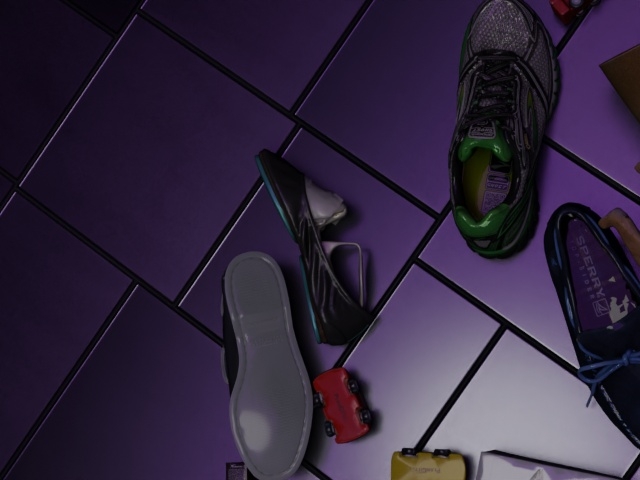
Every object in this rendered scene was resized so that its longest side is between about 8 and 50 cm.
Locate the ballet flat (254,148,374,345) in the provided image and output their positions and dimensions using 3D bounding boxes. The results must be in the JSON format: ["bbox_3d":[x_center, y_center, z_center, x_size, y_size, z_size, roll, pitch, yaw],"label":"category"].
[{"bbox_3d":[0.000,0.000,1.992,0.096,0.095,0.280,-19,88,2],"label":"ballet flat"}]

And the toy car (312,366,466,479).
[{"bbox_3d":[0.048,0.313,1.951,0.239,0.053,0.225,35,93,17],"label":"toy car"}]

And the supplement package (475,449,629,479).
[{"bbox_3d":[0.283,0.329,1.860,0.179,0.105,0.105,9,86,16],"label":"supplement package"}]

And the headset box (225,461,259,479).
[{"bbox_3d":[-0.102,0.335,1.982,0.032,0.062,0.083,-4,81,15],"label":"headset box"}]

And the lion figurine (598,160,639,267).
[{"bbox_3d":[0.459,0.003,1.716,0.142,0.392,0.240,-35,74,-11],"label":"lion figurine"}]

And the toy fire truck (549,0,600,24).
[{"bbox_3d":[0.317,-0.362,1.973,0.192,0.047,0.135,-39,74,6],"label":"toy fire truck"}]

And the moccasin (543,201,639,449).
[{"bbox_3d":[0.356,0.115,1.863,0.137,0.117,0.342,-30,76,9],"label":"moccasin"}]

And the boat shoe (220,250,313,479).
[{"bbox_3d":[-0.074,0.168,1.985,0.114,0.091,0.302,-1,80,-7],"label":"boat shoe"}]

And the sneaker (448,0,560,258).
[{"bbox_3d":[0.233,-0.153,1.916,0.134,0.146,0.343,0,82,15],"label":"sneaker"}]

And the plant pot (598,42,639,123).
[{"bbox_3d":[0.502,-0.157,1.825,0.237,0.237,0.254,-27,93,10],"label":"plant pot"}]
